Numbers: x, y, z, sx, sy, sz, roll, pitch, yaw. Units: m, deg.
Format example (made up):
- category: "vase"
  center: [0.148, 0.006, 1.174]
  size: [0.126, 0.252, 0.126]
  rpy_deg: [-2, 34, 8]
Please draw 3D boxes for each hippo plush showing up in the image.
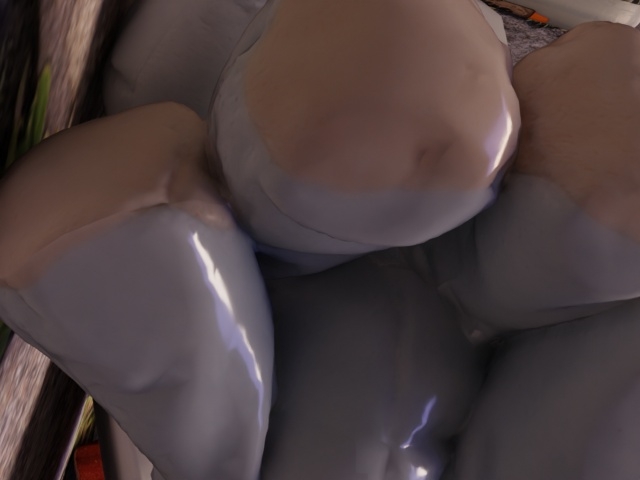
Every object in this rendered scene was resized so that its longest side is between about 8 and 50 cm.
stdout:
- category: "hippo plush"
  center: [0.022, 0.004, 0.469]
  size: [0.236, 0.234, 0.294]
  rpy_deg: [-100, 176, -58]

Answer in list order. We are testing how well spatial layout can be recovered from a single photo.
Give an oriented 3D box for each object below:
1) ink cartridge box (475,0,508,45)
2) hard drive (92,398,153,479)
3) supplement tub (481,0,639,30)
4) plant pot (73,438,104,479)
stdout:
- category: "ink cartridge box"
  center: [-0.001, -0.045, 0.921]
  size: [0.309, 0.130, 0.272]
  rpy_deg: [-53, -170, 22]
- category: "hard drive"
  center: [-0.076, 0.192, 0.642]
  size: [0.210, 0.040, 0.318]
  rpy_deg: [112, -32, -64]
- category: "supplement tub"
  center: [0.142, -0.318, 1.101]
  size: [0.207, 0.338, 0.207]
  rpy_deg: [-163, -90, -87]
- category: "plant pot"
  center: [-0.017, 0.247, 0.927]
  size: [0.267, 0.236, 0.267]
  rpy_deg: [92, -15, -86]
